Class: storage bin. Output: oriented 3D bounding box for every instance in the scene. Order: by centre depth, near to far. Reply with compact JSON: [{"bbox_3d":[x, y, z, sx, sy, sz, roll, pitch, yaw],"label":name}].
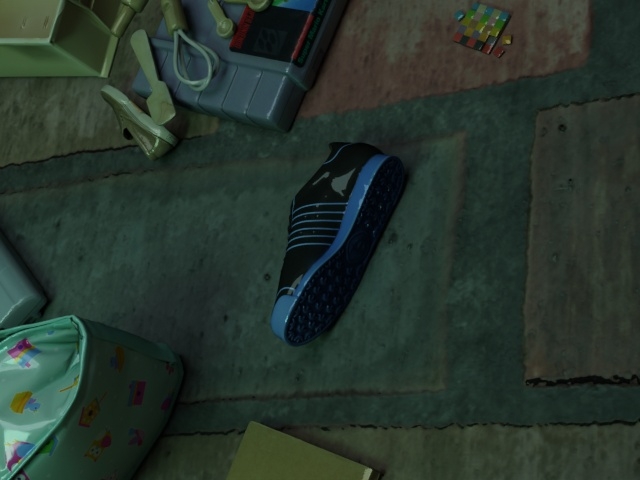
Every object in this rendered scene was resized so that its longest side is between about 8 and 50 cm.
[{"bbox_3d":[-0.376,-0.345,1.924,0.262,0.123,0.260,3,72,33],"label":"storage bin"}]

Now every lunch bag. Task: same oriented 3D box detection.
[{"bbox_3d":[-0.282,0.192,1.580,0.262,0.223,0.160,-49,61,4],"label":"lunch bag"}]

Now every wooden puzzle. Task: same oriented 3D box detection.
[{"bbox_3d":[0.175,-0.230,1.613,0.083,0.006,0.049,26,85,36],"label":"wooden puzzle"}]

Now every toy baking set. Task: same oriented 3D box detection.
[{"bbox_3d":[-0.162,-0.269,1.751,0.197,0.030,0.256,34,90,36],"label":"toy baking set"}]

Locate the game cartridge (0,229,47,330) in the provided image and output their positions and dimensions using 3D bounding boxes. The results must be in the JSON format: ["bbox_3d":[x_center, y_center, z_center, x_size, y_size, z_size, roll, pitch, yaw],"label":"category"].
[{"bbox_3d":[-0.483,0.117,1.840,0.297,0.062,0.198,-47,58,6],"label":"game cartridge"}]

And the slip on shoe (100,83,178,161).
[{"bbox_3d":[-0.226,-0.142,1.795,0.135,0.051,0.041,39,90,28],"label":"slip on shoe"}]

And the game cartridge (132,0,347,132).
[{"bbox_3d":[-0.066,-0.312,1.764,0.230,0.068,0.355,14,78,39],"label":"game cartridge"}]

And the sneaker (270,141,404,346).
[{"bbox_3d":[0.000,0.000,1.584,0.090,0.081,0.232,22,75,38],"label":"sneaker"}]

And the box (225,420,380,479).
[{"bbox_3d":[-0.045,0.301,1.516,0.164,0.021,0.201,17,79,35],"label":"box"}]
